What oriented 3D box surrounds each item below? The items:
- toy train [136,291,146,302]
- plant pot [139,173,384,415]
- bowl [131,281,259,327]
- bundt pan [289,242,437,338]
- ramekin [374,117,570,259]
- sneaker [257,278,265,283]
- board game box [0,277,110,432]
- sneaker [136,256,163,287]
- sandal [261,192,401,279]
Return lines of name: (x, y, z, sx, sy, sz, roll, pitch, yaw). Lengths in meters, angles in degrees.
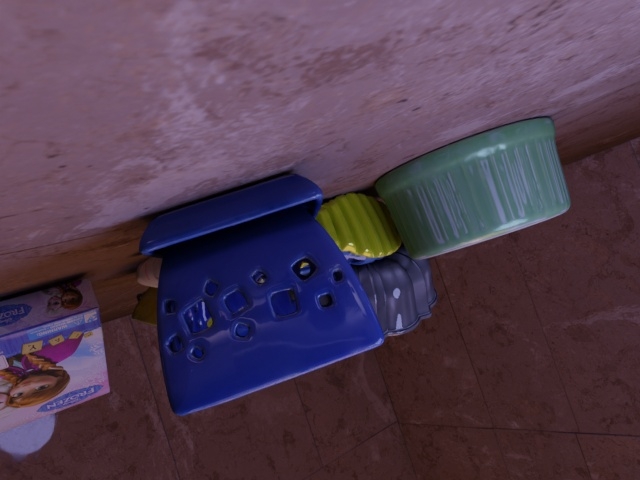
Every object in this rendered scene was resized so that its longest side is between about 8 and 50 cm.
toy train: (-0.486, 0.160, 1.629, 0.158, 0.036, 0.027, -19, 177, 7)
plant pot: (-0.077, 0.054, 0.651, 0.236, 0.212, 0.236, -18, 177, -3)
bowl: (-0.196, 0.114, 1.026, 0.290, 0.155, 0.289, 14, 168, 3)
bundt pan: (0.068, 0.057, 1.065, 0.331, 0.124, 0.330, -4, -155, 2)
ramekin: (0.258, -0.076, 0.896, 0.304, 0.148, 0.303, -18, 177, -1)
sneaker: (-0.348, 0.156, 1.829, 0.385, 0.145, 0.147, -12, 143, -40)
board game box: (-0.521, 0.218, 0.871, 0.319, 0.065, 0.318, -17, 148, -28)
sneaker: (-0.204, 0.036, 0.889, 0.115, 0.090, 0.232, -13, 171, 35)
sandal: (0.000, 0.000, 0.925, 0.318, 0.126, 0.138, -6, 161, -32)
